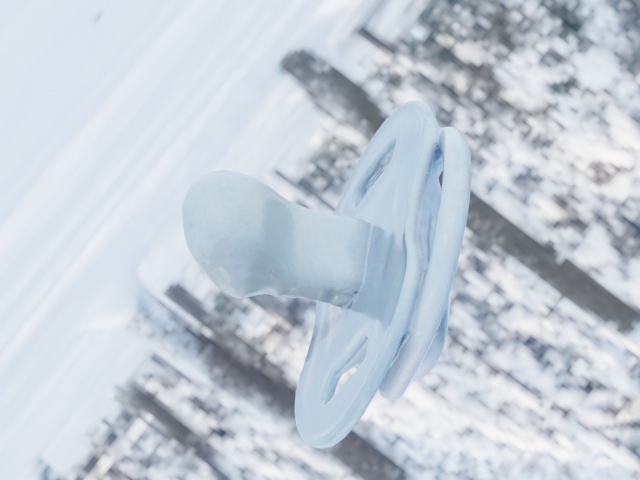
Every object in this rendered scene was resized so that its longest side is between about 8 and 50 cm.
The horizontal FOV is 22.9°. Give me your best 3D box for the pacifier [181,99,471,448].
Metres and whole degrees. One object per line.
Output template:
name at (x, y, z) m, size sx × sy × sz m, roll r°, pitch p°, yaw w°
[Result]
pacifier at (0.000, 0.000, 1.132) m, size 0.227 × 0.207 × 0.279 m, roll 123°, pitch -18°, yaw -50°
